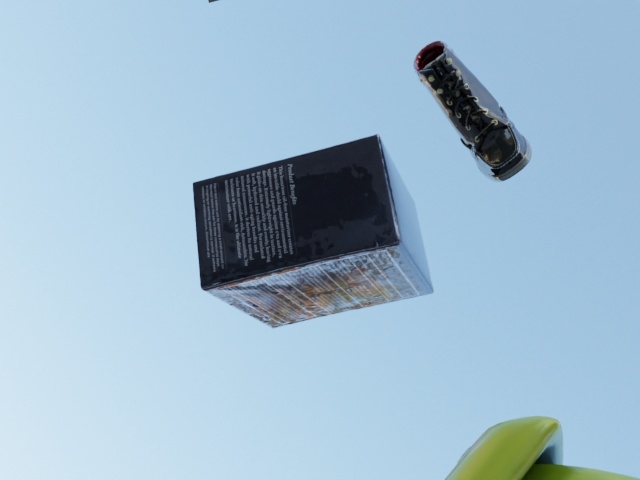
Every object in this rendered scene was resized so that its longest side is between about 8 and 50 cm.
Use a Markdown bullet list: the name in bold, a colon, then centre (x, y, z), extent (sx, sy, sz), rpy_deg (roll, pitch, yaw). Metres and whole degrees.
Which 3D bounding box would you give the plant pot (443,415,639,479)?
- **plant pot**: centre (0.133, 0.242, 0.403), extent (0.207, 0.227, 0.228), rpy_deg (31, -22, 34)

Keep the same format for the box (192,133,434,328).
- **box**: centre (0.000, 0.000, 1.186), extent (0.294, 0.296, 0.182), rpy_deg (-13, -110, 13)

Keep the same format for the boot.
- **boot**: centre (0.227, -0.201, 1.165), extent (0.085, 0.236, 0.178), rpy_deg (-38, -63, 18)

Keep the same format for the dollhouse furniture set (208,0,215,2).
- **dollhouse furniture set**: centre (-0.154, -0.479, 1.129), extent (0.161, 0.101, 0.181), rpy_deg (-112, -174, -53)
